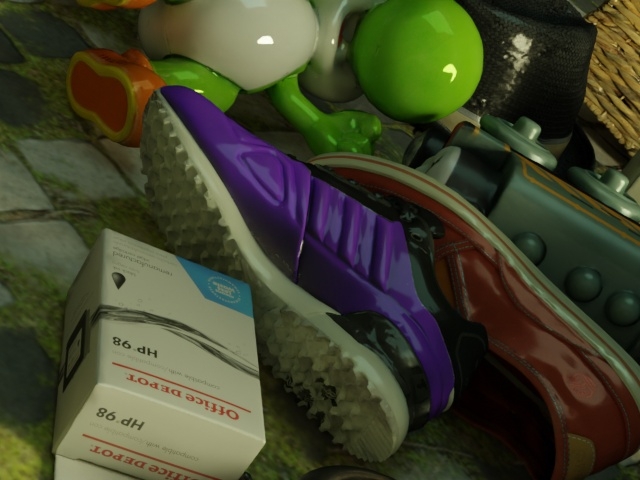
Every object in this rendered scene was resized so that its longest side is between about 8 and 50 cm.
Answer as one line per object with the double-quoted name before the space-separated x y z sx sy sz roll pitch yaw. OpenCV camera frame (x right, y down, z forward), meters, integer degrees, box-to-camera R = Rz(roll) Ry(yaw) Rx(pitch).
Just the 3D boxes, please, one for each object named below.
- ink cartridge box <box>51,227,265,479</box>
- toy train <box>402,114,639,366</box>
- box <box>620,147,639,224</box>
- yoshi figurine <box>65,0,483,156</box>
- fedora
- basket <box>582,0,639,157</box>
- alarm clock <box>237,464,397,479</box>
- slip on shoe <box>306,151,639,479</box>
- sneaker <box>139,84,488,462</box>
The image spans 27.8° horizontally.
"ink cartridge box" -0.091 0.082 0.738 0.104 0.060 0.180 23 30 -22
"toy train" 0.214 0.015 1.057 0.334 0.142 0.190 32 14 -4
"box" 0.380 0.016 1.257 0.232 0.148 0.127 36 27 2
"yoshi figurine" -0.007 -0.161 1.036 0.362 0.203 0.203 -7 61 -40
"fedora" 0.203 -0.202 1.409 0.334 0.152 0.334 26 29 -16
"basket" 0.465 -0.200 1.575 0.299 0.213 0.223 49 30 5
"alarm clock" 0.044 0.191 0.716 0.192 0.064 0.129 26 28 -22
"slip on shoe" 0.089 0.050 0.937 0.101 0.123 0.331 -32 62 -32
"sneaker" 0.000 0.001 0.873 0.146 0.102 0.293 -29 72 -30
